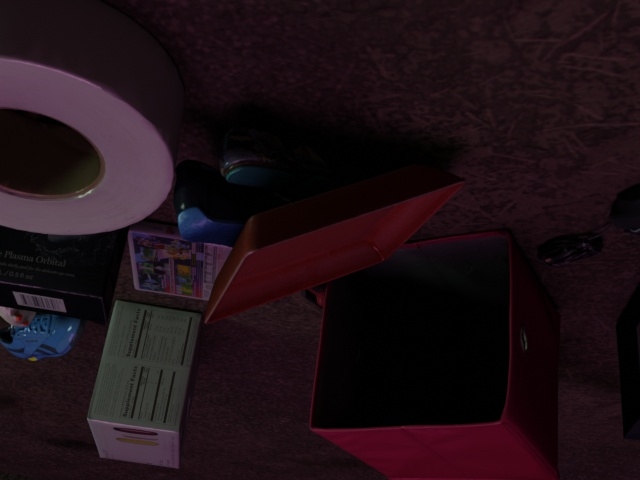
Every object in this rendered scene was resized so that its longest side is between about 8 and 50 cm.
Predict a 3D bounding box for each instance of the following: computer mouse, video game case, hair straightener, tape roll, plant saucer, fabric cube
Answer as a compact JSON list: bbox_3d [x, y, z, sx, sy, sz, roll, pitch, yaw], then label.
[{"bbox_3d":[0.343,-0.008,1.048,0.071,0.041,0.242,18,151,-21],"label":"computer mouse"},{"bbox_3d":[-0.177,0.036,1.277,0.184,0.023,0.201,9,153,-4],"label":"video game case"},{"bbox_3d":[-0.034,0.055,1.214,0.089,0.047,0.230,24,178,30],"label":"hair straightener"},{"bbox_3d":[-0.282,-0.120,0.892,0.286,0.100,0.286,2,149,1],"label":"tape roll"},{"bbox_3d":[0.000,0.000,1.006,0.258,0.047,0.259,-19,167,-22],"label":"plant saucer"},{"bbox_3d":[0.167,0.168,1.195,0.259,0.254,0.258,-8,148,27],"label":"fabric cube"}]

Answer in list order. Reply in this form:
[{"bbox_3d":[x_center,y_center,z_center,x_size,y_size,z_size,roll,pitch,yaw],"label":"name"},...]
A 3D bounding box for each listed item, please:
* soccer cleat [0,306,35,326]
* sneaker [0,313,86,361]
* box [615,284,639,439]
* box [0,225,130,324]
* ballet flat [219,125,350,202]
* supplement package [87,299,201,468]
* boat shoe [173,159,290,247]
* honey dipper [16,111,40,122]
[{"bbox_3d":[-0.502,0.072,1.387,0.076,0.068,0.196,15,154,19],"label":"soccer cleat"},{"bbox_3d":[-0.480,0.157,1.530,0.209,0.069,0.082,-19,139,40],"label":"sneaker"},{"bbox_3d":[0.565,0.130,1.110,0.313,0.179,0.343,2,153,6],"label":"box"},{"bbox_3d":[-0.325,0.005,1.103,0.156,0.158,0.093,9,153,-5],"label":"box"},{"bbox_3d":[-0.032,-0.081,0.969,0.070,0.070,0.188,-15,159,36],"label":"ballet flat"},{"bbox_3d":[-0.291,0.251,1.516,0.145,0.204,0.262,10,153,-4],"label":"supplement package"},{"bbox_3d":[-0.078,-0.044,1.019,0.109,0.089,0.258,-16,170,13],"label":"boat shoe"},{"bbox_3d":[-0.382,-0.127,1.007,0.161,0.030,0.030,-6,150,19],"label":"honey dipper"}]
